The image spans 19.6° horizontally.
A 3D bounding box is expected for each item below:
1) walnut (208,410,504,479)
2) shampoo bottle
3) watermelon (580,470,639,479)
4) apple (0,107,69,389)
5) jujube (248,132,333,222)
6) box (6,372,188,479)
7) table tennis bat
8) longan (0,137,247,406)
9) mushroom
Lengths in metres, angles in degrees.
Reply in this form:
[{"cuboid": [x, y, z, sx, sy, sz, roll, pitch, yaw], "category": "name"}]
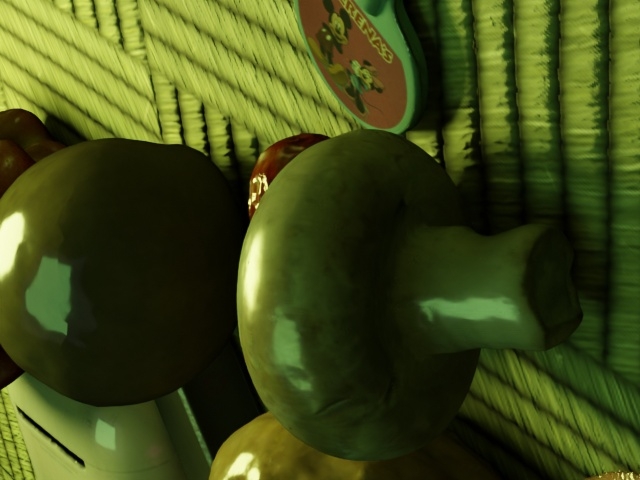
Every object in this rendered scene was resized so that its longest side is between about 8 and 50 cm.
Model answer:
[{"cuboid": [0.048, 0.296, 1.502, 0.344, 0.306, 0.306, 29, 141, 37], "category": "walnut"}, {"cuboid": [-0.115, 0.164, 1.873, 0.079, 0.080, 0.246, 9, 124, 59], "category": "shampoo bottle"}, {"cuboid": [0.239, 0.226, 1.357, 0.245, 0.063, 0.119, 155, 105, -68], "category": "watermelon"}, {"cuboid": [-0.389, 0.012, 1.941, 0.288, 0.288, 0.317, 39, 109, 36], "category": "apple"}, {"cuboid": [0.000, 0.000, 1.496, 0.112, 0.109, 0.176, -5, 107, 22], "category": "jujube"}, {"cuboid": [-0.227, 0.249, 2.086, 0.289, 0.141, 0.349, 31, 141, 46], "category": "box"}, {"cuboid": [0.037, -0.167, 1.340, 0.153, 0.040, 0.244, 54, 157, 14], "category": "table tennis bat"}, {"cuboid": [-0.182, 0.022, 1.676, 0.258, 0.258, 0.258, 41, 148, 33], "category": "longan"}, {"cuboid": [0.066, 0.042, 1.315, 0.243, 0.243, 0.243, 41, 148, 33], "category": "mushroom"}]
